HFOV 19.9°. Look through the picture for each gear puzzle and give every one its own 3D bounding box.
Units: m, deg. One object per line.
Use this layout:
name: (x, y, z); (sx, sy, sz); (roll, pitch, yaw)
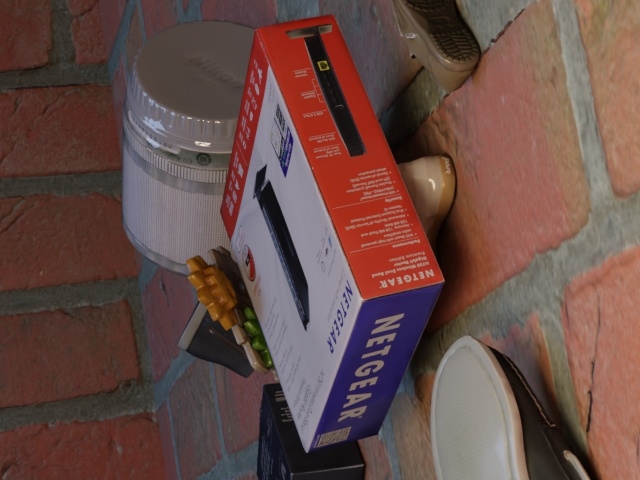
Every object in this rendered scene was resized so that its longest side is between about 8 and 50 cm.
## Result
gear puzzle: (-0.052, 0.081, 2.003); (0.339, 0.044, 0.175); (34, -153, -56)

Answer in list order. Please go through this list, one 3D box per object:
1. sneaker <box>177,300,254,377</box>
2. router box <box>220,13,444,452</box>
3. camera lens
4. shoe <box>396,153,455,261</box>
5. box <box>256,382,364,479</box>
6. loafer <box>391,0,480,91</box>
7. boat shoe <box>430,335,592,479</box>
sneaker: (-0.100, 0.078, 2.530); (0.222, 0.118, 0.083); (-61, 6, 18)
router box: (0.000, 0.000, 1.770); (0.335, 0.082, 0.301); (106, 147, -58)
camera lens: (-0.136, -0.105, 2.251); (0.274, 0.219, 0.219); (97, 161, -44)
shoe: (0.081, -0.003, 1.748); (0.219, 0.058, 0.076); (100, 158, -49)
box: (-0.015, 0.277, 2.202); (0.158, 0.093, 0.156); (-111, 20, -49)
loafer: (0.095, -0.186, 1.610); (0.148, 0.056, 0.050); (-110, 25, -44)
boat shoe: (0.167, 0.208, 1.424); (0.114, 0.091, 0.302); (-53, 40, 43)
